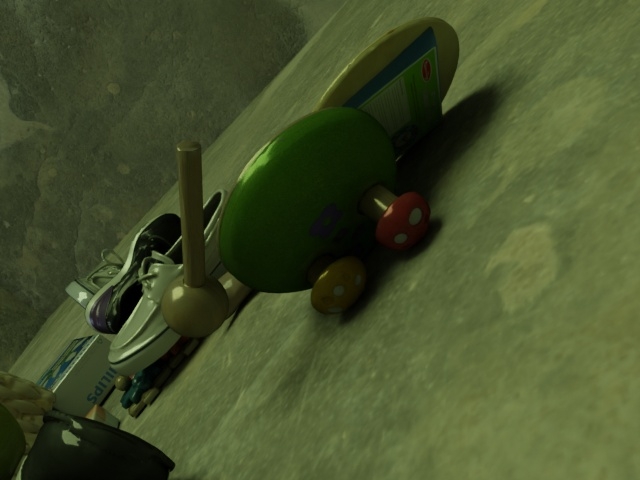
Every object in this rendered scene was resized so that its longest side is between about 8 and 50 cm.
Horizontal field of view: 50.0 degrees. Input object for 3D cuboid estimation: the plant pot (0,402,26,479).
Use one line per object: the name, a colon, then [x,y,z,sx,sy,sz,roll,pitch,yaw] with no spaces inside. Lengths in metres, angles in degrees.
plant pot: [-0.470,0.297,0.634,0.366,0.367,0.352,-36,26,39]

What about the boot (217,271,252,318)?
boot: [-0.089,0.044,0.826,0.087,0.042,0.118,-33,22,44]

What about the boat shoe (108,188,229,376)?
boat shoe: [-0.187,0.049,0.877,0.267,0.088,0.096,-48,29,-9]

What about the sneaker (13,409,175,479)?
sneaker: [-0.226,0.253,0.605,0.330,0.123,0.146,-50,17,51]

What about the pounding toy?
pounding toy: [0.000,0.000,0.554,0.237,0.110,0.182,-19,-42,-40]

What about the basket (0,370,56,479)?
basket: [-0.599,0.320,0.938,0.266,0.331,0.328,-31,40,43]

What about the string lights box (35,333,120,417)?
string lights box: [-0.422,0.241,1.193,0.133,0.077,0.260,-57,18,-26]

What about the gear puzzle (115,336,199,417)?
gear puzzle: [-0.170,0.080,0.952,0.339,0.044,0.175,-51,16,-5]

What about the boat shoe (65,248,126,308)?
boat shoe: [-0.463,0.098,1.556,0.156,0.136,0.367,-49,6,-10]

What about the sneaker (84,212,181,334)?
sneaker: [-0.336,0.069,1.358,0.124,0.107,0.283,-1,52,49]

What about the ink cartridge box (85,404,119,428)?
ink cartridge box: [-0.319,0.304,0.849,0.145,0.045,0.179,-49,14,3]

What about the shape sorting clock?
shape sorting clock: [0.053,-0.120,0.649,0.206,0.040,0.206,-33,-23,-16]
